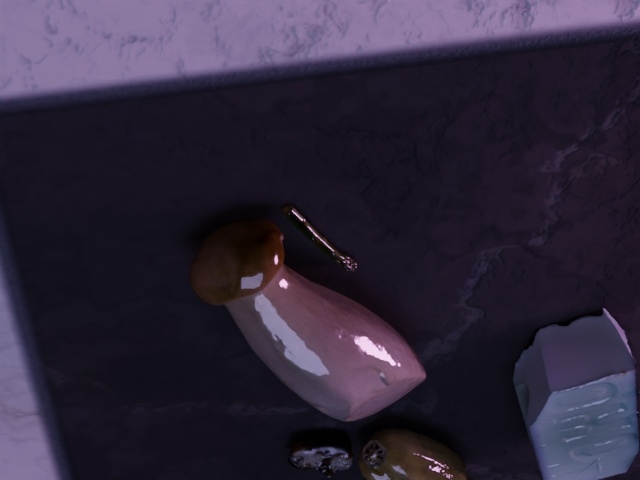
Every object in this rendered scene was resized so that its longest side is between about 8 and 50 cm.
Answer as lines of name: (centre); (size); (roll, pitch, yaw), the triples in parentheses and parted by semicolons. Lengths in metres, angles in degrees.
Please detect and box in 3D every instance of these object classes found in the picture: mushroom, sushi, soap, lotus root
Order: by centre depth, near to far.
mushroom: (-0.006, 0.101, 1.624); (0.128, 0.128, 0.350); (-30, 130, 19)
soap: (0.315, 0.196, 1.817); (0.145, 0.091, 0.230); (-17, 138, 5)
sushi: (0.003, 0.261, 1.850); (0.083, 0.044, 0.046); (1, 137, -16)
lotus root: (0.126, 0.289, 1.882); (0.183, 0.077, 0.090); (26, 133, -30)

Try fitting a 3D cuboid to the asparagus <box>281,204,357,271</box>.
asparagus: (0.000, 0.000, 1.590); (0.018, 0.015, 0.127); (-29, 135, 20)
